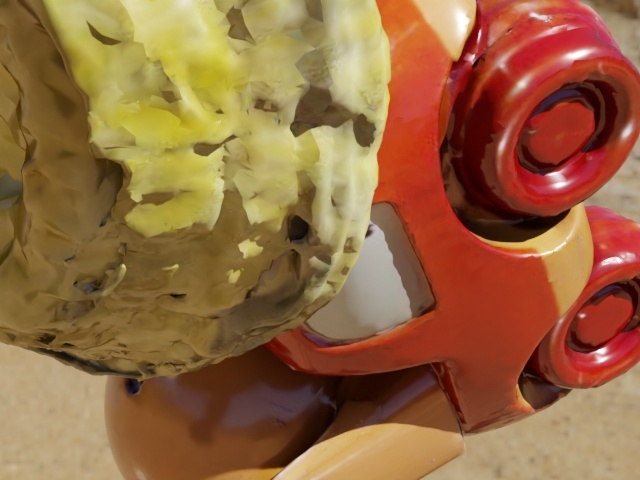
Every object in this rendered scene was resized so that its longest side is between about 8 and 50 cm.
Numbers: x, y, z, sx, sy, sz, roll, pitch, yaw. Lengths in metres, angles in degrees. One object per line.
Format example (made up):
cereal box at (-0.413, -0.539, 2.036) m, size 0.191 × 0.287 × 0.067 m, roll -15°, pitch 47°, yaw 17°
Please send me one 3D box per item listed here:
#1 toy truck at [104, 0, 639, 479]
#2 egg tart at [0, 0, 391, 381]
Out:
toy truck at (0.000, 0.000, 0.648) m, size 0.239 × 0.265 × 0.189 m, roll -31°, pitch 45°, yaw -8°
egg tart at (-0.107, -0.063, 0.498) m, size 0.279 × 0.279 × 0.095 m, roll 13°, pitch 33°, yaw 31°
